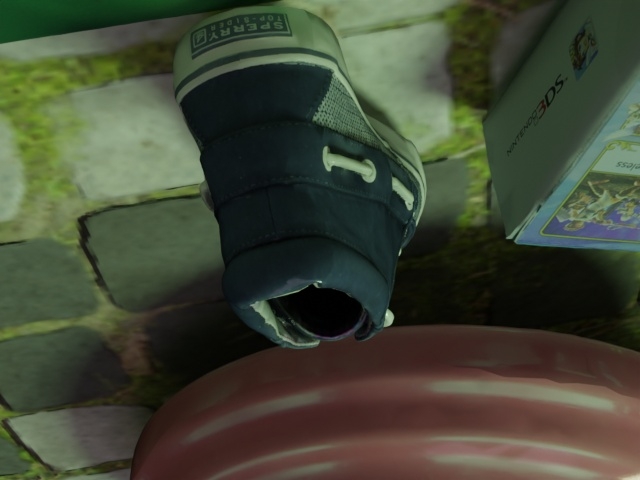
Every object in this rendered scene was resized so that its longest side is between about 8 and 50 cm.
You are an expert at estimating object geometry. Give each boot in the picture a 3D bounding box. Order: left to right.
[{"bbox_3d":[0.000,0.000,0.420,0.069,0.086,0.190,-14,162,13],"label":"boot"}]

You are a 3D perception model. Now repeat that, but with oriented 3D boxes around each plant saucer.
[{"bbox_3d":[0.065,0.163,0.627,0.332,0.084,0.332,3,143,3],"label":"plant saucer"}]

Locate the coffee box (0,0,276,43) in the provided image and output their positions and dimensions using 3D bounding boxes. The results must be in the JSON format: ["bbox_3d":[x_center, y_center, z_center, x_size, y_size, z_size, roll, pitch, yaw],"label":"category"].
[{"bbox_3d":[-0.024,-0.109,0.314,0.184,0.040,0.113,-10,150,0],"label":"coffee box"}]

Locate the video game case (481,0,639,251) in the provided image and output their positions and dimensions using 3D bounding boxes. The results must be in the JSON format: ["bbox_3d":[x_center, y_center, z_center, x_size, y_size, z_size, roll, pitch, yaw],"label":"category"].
[{"bbox_3d":[0.224,-0.080,0.402,0.269,0.061,0.244,4,145,-19],"label":"video game case"}]
